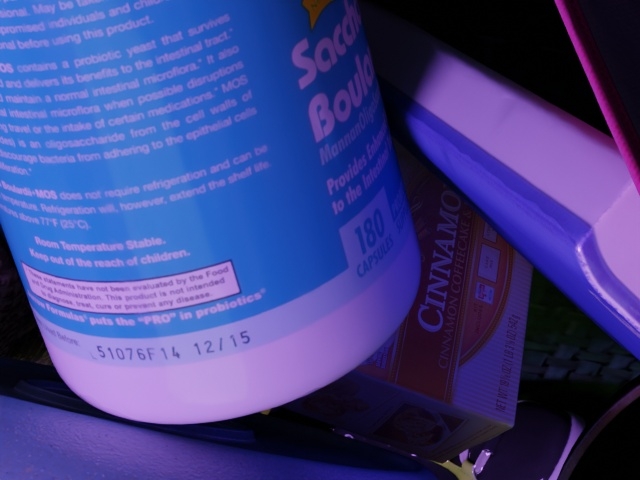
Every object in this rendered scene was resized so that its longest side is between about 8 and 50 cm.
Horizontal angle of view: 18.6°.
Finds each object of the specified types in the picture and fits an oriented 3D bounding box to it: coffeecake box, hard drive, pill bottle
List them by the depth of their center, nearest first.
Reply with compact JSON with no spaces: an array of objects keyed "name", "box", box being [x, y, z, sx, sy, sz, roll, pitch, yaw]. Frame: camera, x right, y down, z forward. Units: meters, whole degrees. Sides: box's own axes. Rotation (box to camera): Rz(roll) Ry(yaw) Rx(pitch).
[{"name":"pill bottle","box":[-0.060,-0.078,0.681,0.146,0.146,0.264,-2,121,24]},{"name":"hard drive","box":[0.116,0.014,0.717,0.210,0.040,0.318,41,-177,-20]},{"name":"coffeecake box","box":[0.000,0.000,0.877,0.185,0.142,0.068,21,151,-19]}]

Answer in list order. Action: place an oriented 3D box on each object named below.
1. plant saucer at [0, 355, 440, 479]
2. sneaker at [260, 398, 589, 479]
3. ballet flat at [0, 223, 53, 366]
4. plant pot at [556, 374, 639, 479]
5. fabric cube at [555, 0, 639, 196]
[{"name":"plant saucer","box":[-0.081,0.087,0.822,0.318,0.043,0.317,13,178,1]},{"name":"sneaker","box":[0.049,0.120,1.134,0.235,0.084,0.097,-8,139,47]},{"name":"ballet flat","box":[-0.226,-0.020,0.876,0.164,0.182,0.483,36,157,14]},{"name":"plant pot","box":[0.209,0.141,0.987,0.215,0.215,0.230,10,-174,2]},{"name":"fabric cube","box":[0.251,-0.040,0.509,0.258,0.254,0.259,32,119,-34]}]
